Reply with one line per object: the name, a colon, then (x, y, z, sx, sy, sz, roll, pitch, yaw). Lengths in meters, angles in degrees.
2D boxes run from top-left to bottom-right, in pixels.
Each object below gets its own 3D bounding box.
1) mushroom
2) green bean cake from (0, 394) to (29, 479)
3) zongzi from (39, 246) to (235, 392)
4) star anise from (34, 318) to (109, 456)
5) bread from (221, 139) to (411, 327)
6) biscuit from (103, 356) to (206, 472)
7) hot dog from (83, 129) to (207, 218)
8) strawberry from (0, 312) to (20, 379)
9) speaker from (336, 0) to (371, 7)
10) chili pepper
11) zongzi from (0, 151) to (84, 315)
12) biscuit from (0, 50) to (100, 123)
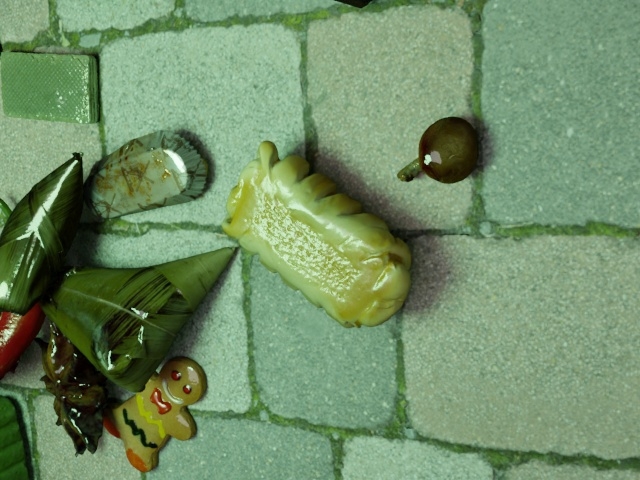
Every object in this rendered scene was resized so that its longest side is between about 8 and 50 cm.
mushroom: (0.163, -0.112, 1.044, 0.129, 0.073, 0.088, -37, 114, 27)
green bean cake: (-0.700, 0.437, 1.493, 0.222, 0.125, 0.248, -7, 95, 26)
zongzi: (-0.319, 0.068, 1.282, 0.273, 0.145, 0.300, 35, 84, 30)
star anise: (-0.442, 0.264, 1.371, 0.272, 0.102, 0.272, 20, 117, 47)
bread: (0.000, 0.000, 1.106, 0.311, 0.121, 0.173, 40, 116, 12)
biscuit: (-0.298, 0.302, 1.339, 0.250, 0.036, 0.165, -44, 82, 24)
hot dog: (-0.302, -0.104, 1.252, 0.252, 0.069, 0.131, -16, 102, 28)
strawberry: (-0.687, 0.216, 1.433, 0.205, 0.205, 0.244, 44, 135, 10)
speaker: (0.040, -0.450, 0.969, 0.153, 0.192, 0.231, -26, 88, 26)
chili pepper: (-0.557, 0.102, 1.334, 0.092, 0.137, 0.369, 147, 131, -61)
zongzi: (-0.456, -0.004, 1.217, 0.112, 0.221, 0.242, 25, 141, -27)
biscuit: (-0.481, -0.271, 1.312, 0.199, 0.040, 0.121, 7, 104, 21)
